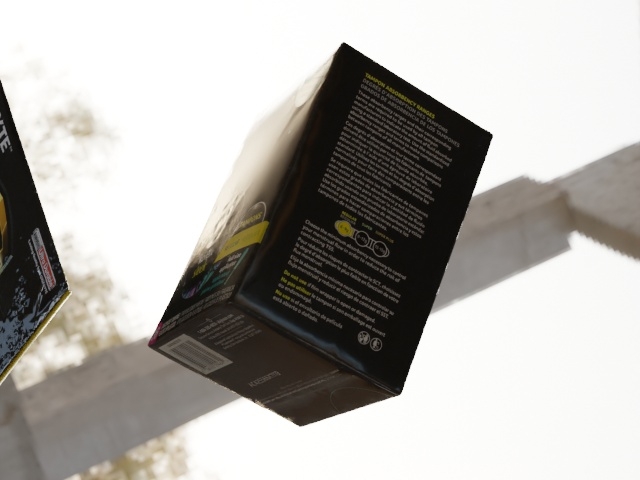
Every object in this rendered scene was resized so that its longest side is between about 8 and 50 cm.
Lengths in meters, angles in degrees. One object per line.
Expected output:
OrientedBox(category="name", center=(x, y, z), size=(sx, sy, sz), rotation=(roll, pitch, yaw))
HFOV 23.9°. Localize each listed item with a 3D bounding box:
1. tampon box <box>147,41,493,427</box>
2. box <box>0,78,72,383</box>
OrientedBox(category="tampon box", center=(0.000, 0.000, 0.808), size=(0.101, 0.161, 0.120), rotation=(30, -26, -16))
OrientedBox(category="box", center=(-0.347, 0.004, 1.310), size=(0.079, 0.257, 0.322), rotation=(11, -46, 24))
